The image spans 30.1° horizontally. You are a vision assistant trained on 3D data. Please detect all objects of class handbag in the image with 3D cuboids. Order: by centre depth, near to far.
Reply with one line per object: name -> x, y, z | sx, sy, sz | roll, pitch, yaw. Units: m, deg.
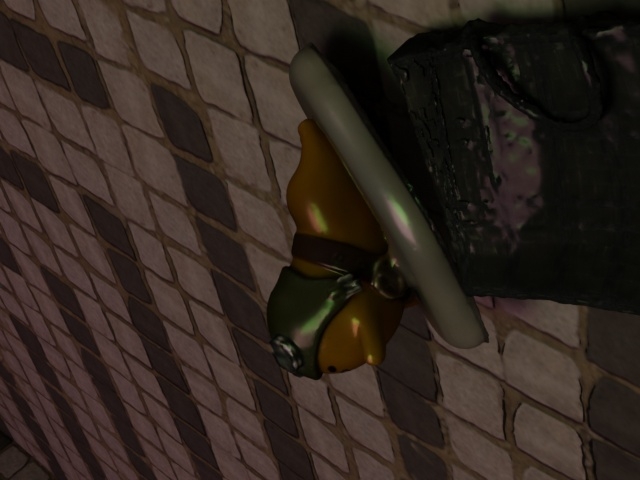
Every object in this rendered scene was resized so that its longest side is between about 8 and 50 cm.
handbag -> 0.147, -0.051, 0.698 | 0.270, 0.088, 0.175 | 6, 122, 55

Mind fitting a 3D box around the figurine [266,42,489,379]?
figurine -> 0.000, 0.000, 0.857 | 0.250, 0.141, 0.166 | 59, 179, 5
